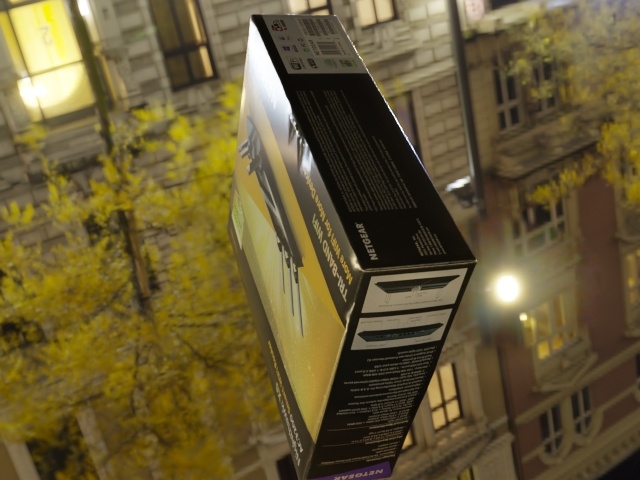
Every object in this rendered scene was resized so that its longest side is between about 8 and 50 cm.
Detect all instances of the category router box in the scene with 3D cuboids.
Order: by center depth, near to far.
[{"bbox_3d":[0.000,0.000,0.678,0.081,0.243,0.309,-4,-137,-18],"label":"router box"}]
